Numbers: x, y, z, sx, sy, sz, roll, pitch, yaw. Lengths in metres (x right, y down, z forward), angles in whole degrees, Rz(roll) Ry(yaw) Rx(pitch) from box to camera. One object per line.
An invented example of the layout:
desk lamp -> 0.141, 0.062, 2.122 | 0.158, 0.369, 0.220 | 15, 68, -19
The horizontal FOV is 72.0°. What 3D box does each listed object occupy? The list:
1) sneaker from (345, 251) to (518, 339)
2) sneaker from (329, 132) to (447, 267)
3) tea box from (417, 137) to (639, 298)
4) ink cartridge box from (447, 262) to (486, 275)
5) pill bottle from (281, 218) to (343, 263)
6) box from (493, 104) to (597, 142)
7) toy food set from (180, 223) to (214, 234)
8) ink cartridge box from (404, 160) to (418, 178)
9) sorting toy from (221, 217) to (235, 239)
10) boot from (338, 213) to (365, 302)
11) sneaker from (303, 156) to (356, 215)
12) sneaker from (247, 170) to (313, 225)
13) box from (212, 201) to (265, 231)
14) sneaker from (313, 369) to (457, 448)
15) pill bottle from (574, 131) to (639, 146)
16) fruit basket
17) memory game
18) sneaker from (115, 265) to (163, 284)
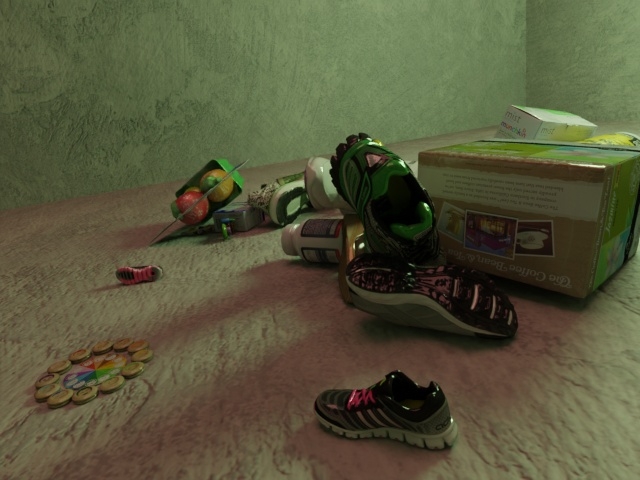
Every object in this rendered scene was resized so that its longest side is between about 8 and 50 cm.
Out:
sneaker -> 0.173, 0.098, 0.709 | 0.271, 0.108, 0.100 | 15, 50, 16
sneaker -> 0.135, -0.013, 0.746 | 0.134, 0.344, 0.146 | -39, 36, 0
tea box -> 0.413, -0.074, 0.870 | 0.323, 0.220, 0.328 | -19, 25, -41
ink cartridge box -> 0.287, 0.060, 0.887 | 0.115, 0.029, 0.062 | 11, 25, 43
pill bottle -> 0.000, 0.000, 1.073 | 0.180, 0.108, 0.108 | 3, 20, 29
box -> 0.613, -0.247, 1.257 | 0.261, 0.231, 0.127 | -6, 37, -30
toy food set -> -0.415, -0.036, 1.526 | 0.122, 0.019, 0.078 | -8, 16, 27
ink cartridge box -> 0.252, -0.142, 1.311 | 0.198, 0.115, 0.272 | -37, 29, -23
sorting toy -> -0.293, -0.042, 1.416 | 0.042, 0.061, 0.102 | -9, 18, -8
boot -> 0.146, 0.037, 0.916 | 0.206, 0.090, 0.249 | 11, 44, -5
sneaker -> 0.072, -0.122, 0.961 | 0.152, 0.114, 0.305 | -8, -8, 28
sneaker -> -0.118, -0.189, 1.573 | 0.181, 0.158, 0.410 | 18, 25, 17
box -> -0.280, -0.083, 1.521 | 0.126, 0.072, 0.137 | 0, 19, 22
sneaker -> 0.070, 0.186, 0.513 | 0.170, 0.075, 0.063 | 0, 19, 25
pill bottle -> 0.683, -0.164, 1.146 | 0.333, 0.188, 0.188 | -16, 19, -23
fruit basket -> -0.423, -0.152, 1.521 | 0.327, 0.165, 0.353 | -34, 10, 26
memory game -> -0.376, 0.213, 0.737 | 0.186, 0.012, 0.186 | -8, 18, 3
sneaker -> -0.465, 0.084, 1.140 | 0.119, 0.047, 0.057 | -1, 11, -2
